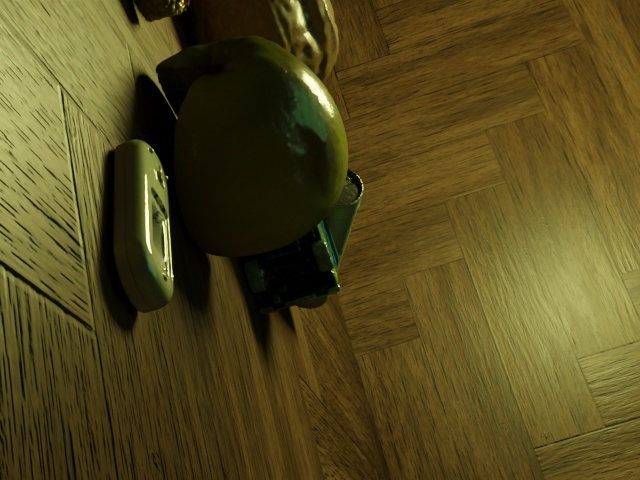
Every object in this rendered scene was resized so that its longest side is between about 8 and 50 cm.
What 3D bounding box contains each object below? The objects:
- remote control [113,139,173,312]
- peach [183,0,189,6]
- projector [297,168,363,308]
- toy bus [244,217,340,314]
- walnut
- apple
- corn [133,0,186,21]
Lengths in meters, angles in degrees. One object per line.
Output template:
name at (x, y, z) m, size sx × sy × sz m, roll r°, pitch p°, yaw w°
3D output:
remote control at (-0.171, -0.021, 0.860) m, size 0.221 × 0.042 × 0.078 m, roll -103°, pitch 173°, yaw -48°
peach at (-0.233, -0.401, 1.330) m, size 0.101 × 0.101 × 0.100 m, roll -18°, pitch 90°, yaw -86°
projector at (0.000, 0.000, 1.739) m, size 0.337 × 0.108 × 0.108 m, roll 106°, pitch -25°, yaw -50°
toy bus at (-0.078, -0.053, 1.503) m, size 0.190 × 0.152 × 0.312 m, roll -90°, pitch 162°, yaw -74°
walnut at (-0.115, -0.436, 1.747) m, size 0.306 × 0.306 × 0.343 m, roll -99°, pitch 177°, yaw -65°
apple at (-0.085, -0.140, 1.201) m, size 0.295 × 0.234 × 0.257 m, roll -104°, pitch 179°, yaw -51°
corn at (-0.254, -0.433, 1.212) m, size 0.091 × 0.091 × 0.260 m, roll -41°, pitch 119°, yaw -47°
